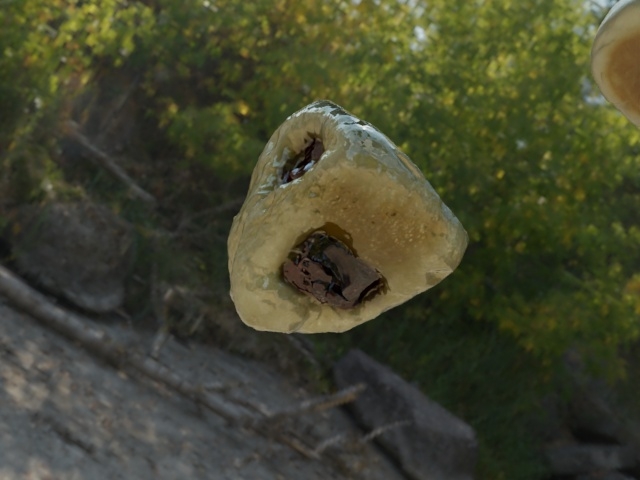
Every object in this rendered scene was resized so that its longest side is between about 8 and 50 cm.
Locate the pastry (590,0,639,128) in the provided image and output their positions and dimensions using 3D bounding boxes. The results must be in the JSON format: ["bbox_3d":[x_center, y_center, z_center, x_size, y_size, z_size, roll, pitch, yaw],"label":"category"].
[{"bbox_3d":[0.345,-0.178,1.076,0.156,0.092,0.156,30,-38,26],"label":"pastry"}]

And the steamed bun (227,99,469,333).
[{"bbox_3d":[0.000,0.000,0.780,0.141,0.155,0.172,46,-3,-19],"label":"steamed bun"}]
